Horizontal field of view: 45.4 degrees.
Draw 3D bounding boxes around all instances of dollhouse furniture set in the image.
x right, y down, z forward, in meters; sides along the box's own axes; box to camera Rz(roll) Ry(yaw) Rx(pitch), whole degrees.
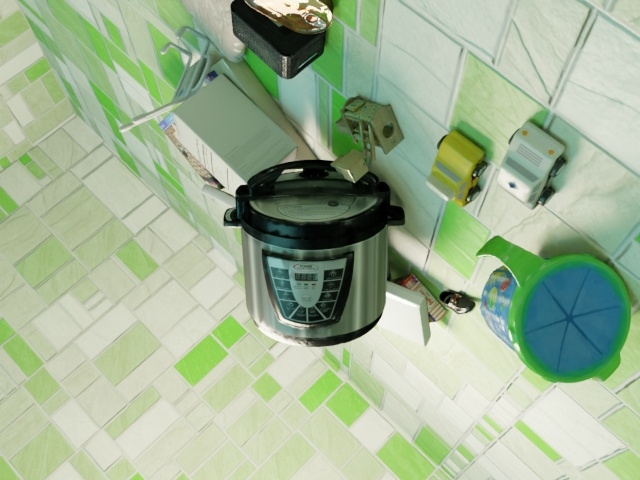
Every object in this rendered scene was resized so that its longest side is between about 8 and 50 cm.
[{"bbox_3d":[0.050,-0.229,1.635,0.182,0.161,0.101,27,153,47],"label":"dollhouse furniture set"}]

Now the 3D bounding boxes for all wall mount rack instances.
[{"bbox_3d":[-0.425,-0.425,2.124,0.130,0.304,0.350,25,171,-21],"label":"wall mount rack"}]

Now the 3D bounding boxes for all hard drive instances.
[{"bbox_3d":[0.142,0.166,2.176,0.353,0.047,0.233,22,152,26],"label":"hard drive"}]

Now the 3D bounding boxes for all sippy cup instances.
[{"bbox_3d":[0.424,0.130,1.456,0.224,0.240,0.305,-158,61,-75],"label":"sippy cup"}]

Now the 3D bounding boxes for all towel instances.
[{"bbox_3d":[-0.282,-0.605,1.802,0.317,0.053,0.332,47,164,3],"label":"towel"}]

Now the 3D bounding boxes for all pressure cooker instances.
[{"bbox_3d":[-0.020,0.002,1.876,0.376,0.370,0.420,25,125,41],"label":"pressure cooker"}]

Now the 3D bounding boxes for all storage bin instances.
[{"bbox_3d":[-0.087,-0.437,1.574,0.180,0.122,0.084,43,163,14],"label":"storage bin"}]

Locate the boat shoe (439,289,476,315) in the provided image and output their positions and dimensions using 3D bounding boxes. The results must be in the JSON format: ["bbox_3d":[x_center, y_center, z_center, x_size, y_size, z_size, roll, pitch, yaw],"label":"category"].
[{"bbox_3d":[0.349,0.158,1.955,0.042,0.049,0.133,45,169,-20],"label":"boat shoe"}]

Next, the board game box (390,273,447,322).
[{"bbox_3d":[0.265,0.171,2.194,0.147,0.045,0.193,48,163,-3],"label":"board game box"}]

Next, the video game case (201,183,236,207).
[{"bbox_3d":[-0.176,-0.075,2.445,0.329,0.036,0.300,27,-177,33],"label":"video game case"}]

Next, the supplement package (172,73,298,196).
[{"bbox_3d":[-0.225,-0.259,2.030,0.293,0.177,0.175,45,163,10],"label":"supplement package"}]

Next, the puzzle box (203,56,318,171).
[{"bbox_3d":[-0.171,-0.331,2.135,0.409,0.052,0.272,53,163,-16],"label":"puzzle box"}]

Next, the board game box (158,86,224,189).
[{"bbox_3d":[-0.359,-0.319,2.462,0.291,0.141,0.232,51,163,-12],"label":"board game box"}]

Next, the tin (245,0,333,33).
[{"bbox_3d":[-0.060,-0.459,1.453,0.190,0.040,0.106,23,156,-30],"label":"tin"}]

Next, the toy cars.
[{"bbox_3d":[0.300,-0.116,1.403,0.176,0.087,0.394,53,162,-19],"label":"toy cars"}]

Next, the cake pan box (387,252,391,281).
[{"bbox_3d":[0.065,0.023,2.168,0.267,0.070,0.245,19,147,20],"label":"cake pan box"}]
